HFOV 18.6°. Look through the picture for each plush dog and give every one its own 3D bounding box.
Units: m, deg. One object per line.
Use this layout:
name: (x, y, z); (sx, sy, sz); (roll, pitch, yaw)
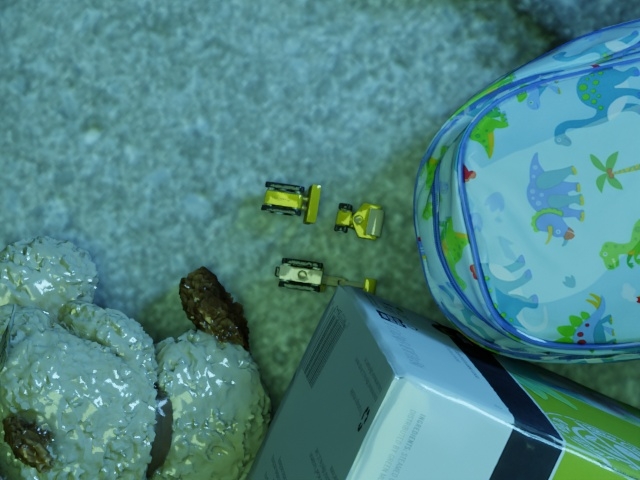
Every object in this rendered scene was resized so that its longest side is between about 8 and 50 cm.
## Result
plush dog: (-0.146, 0.134, 1.520); (0.225, 0.210, 0.262); (1, 96, -20)

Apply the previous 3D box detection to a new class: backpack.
backpack: (0.243, -0.036, 1.435); (0.356, 0.273, 0.290); (-7, 100, 19)

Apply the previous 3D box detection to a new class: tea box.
tea box: (0.131, 0.212, 1.377); (0.324, 0.329, 0.220); (24, 96, -10)

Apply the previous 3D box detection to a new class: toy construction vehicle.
toy construction vehicle: (0.000, 0.000, 1.558); (0.098, 0.035, 0.085); (6, 84, 4)

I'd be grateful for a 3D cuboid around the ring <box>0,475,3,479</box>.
ring: (-0.326, 0.240, 1.531); (0.337, 0.032, 0.336); (17, 120, 32)
